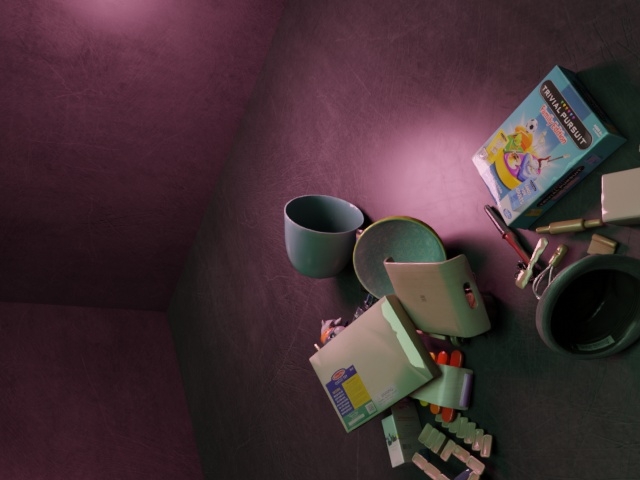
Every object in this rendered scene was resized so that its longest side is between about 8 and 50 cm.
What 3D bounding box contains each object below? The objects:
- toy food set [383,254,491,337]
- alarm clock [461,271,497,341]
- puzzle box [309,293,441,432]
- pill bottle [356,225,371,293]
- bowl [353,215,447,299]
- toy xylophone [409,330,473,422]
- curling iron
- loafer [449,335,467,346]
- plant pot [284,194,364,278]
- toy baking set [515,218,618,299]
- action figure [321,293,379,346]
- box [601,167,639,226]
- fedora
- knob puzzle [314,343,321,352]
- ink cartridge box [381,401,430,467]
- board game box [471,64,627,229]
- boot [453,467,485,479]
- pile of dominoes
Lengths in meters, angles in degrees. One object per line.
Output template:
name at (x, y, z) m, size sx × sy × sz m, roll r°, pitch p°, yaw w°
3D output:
toy food set at (0.320, 0.143, 1.650) m, size 0.306 × 0.092 × 0.219 m, roll -4°, pitch 111°, yaw 60°
alarm clock at (0.430, 0.181, 1.643) m, size 0.129 × 0.064 × 0.192 m, roll -24°, pitch 66°, yaw 55°
puzzle box at (0.151, 0.382, 1.797) m, size 0.409 × 0.052 × 0.272 m, roll -45°, pitch 65°, yaw 37°
pill bottle at (0.183, 0.065, 2.005) m, size 0.123 × 0.123 × 0.219 m, roll 13°, pitch 107°, yaw 59°
bowl at (0.261, 0.041, 1.836) m, size 0.289 × 0.289 × 0.156 m, roll -63°, pitch -7°, yaw 28°
toy xylophone at (0.318, 0.386, 1.758) m, size 0.323 × 0.081 × 0.236 m, roll 14°, pitch 90°, yaw 59°
curling iron at (0.504, 0.000, 1.592) m, size 0.068 × 0.035 × 0.274 m, roll -55°, pitch 40°, yaw 36°
loafer at (0.387, 0.246, 1.712) m, size 0.050 × 0.056 × 0.148 m, roll -49°, pitch 34°, yaw 43°
plant pot at (0.000, 0.000, 2.198) m, size 0.293 × 0.293 × 0.235 m, roll -128°, pitch 39°, yaw -50°
toy baking set at (0.582, 0.047, 1.421) m, size 0.256 × 0.030 × 0.196 m, roll -3°, pitch 81°, yaw 49°
action figure at (0.119, 0.346, 2.015) m, size 0.330 × 0.179 × 0.341 m, roll 31°, pitch 113°, yaw 46°
box at (0.725, -0.099, 1.198) m, size 0.275 × 0.094 × 0.113 m, roll -8°, pitch 76°, yaw 58°
fedora at (0.592, 0.125, 1.288) m, size 0.124 × 0.244 × 0.275 m, roll -79°, pitch 3°, yaw -64°
knob puzzle at (0.040, 0.478, 2.131) m, size 0.030 × 0.213 × 0.213 m, roll -37°, pitch 32°, yaw -12°
ink cartridge box at (0.254, 0.589, 1.794) m, size 0.061 × 0.104 × 0.181 m, roll -46°, pitch 45°, yaw 43°
board game box at (0.564, -0.232, 1.508) m, size 0.336 × 0.079 × 0.253 m, roll -52°, pitch 42°, yaw 39°
boot at (0.388, 0.710, 1.594) m, size 0.219 × 0.082 × 0.106 m, roll -58°, pitch 23°, yaw 29°
pile of dominoes at (0.376, 0.587, 1.640) m, size 0.196 × 0.040 × 0.251 m, roll -59°, pitch 30°, yaw -4°
